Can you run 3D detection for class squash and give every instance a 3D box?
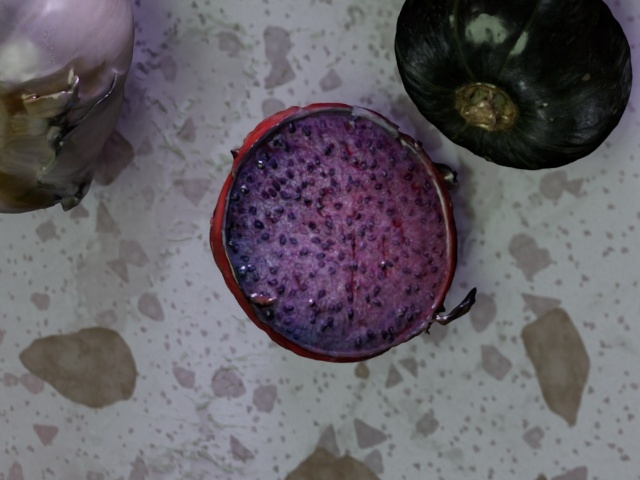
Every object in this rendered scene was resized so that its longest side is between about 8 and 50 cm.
[{"bbox_3d":[0.154,-0.145,1.543,0.193,0.156,0.193,36,147,29],"label":"squash"}]

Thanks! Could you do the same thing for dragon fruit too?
[{"bbox_3d":[-0.003,-0.003,1.668,0.148,0.224,0.218,166,93,-66],"label":"dragon fruit"}]

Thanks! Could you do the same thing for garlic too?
[{"bbox_3d":[-0.321,-0.165,1.728,0.322,0.241,0.321,2,104,6],"label":"garlic"}]
